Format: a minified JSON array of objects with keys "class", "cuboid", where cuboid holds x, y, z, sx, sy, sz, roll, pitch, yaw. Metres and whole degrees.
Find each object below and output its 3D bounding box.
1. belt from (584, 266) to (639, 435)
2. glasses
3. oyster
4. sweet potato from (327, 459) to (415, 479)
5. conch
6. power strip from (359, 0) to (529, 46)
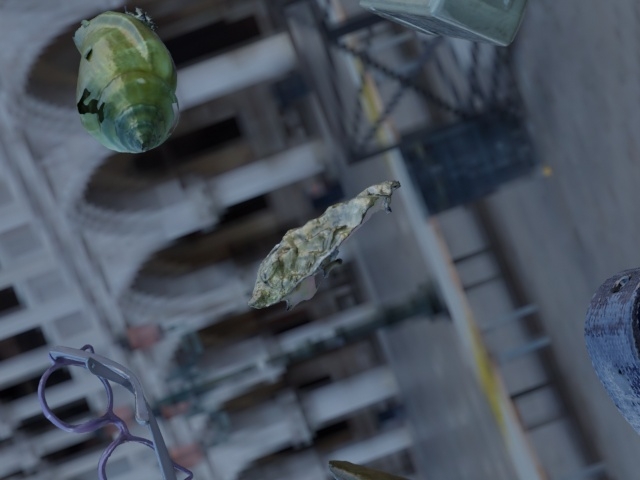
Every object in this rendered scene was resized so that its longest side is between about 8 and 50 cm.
[{"class":"belt","cuboid":[0.352,0.123,1.763,0.230,0.139,0.126,52,165,-8]},{"class":"glasses","cuboid":[-0.130,0.110,1.286,0.140,0.062,0.104,50,143,10]},{"class":"oyster","cuboid":[0.005,-0.004,2.204,0.072,0.209,0.133,43,-165,4]},{"class":"sweet potato","cuboid":[0.120,0.270,1.860,0.069,0.249,0.059,105,-173,-69]},{"class":"conch","cuboid":[-0.165,-0.132,1.627,0.079,0.095,0.201,34,-150,-45]},{"class":"power strip","cuboid":[0.099,-0.199,1.576,0.272,0.078,0.052,-144,75,-74]}]
